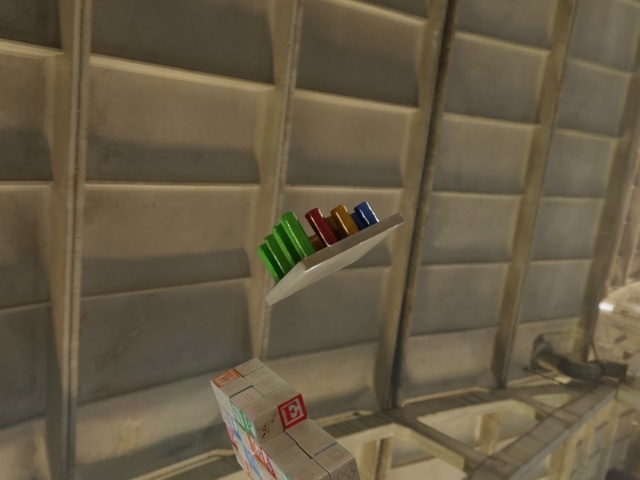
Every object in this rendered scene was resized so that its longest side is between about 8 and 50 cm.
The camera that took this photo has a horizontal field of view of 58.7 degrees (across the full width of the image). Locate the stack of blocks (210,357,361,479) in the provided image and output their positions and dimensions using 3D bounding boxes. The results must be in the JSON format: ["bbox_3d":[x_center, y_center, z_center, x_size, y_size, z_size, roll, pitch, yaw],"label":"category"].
[{"bbox_3d":[-0.055,0.314,0.860,0.087,0.297,0.171,-22,-71,-26],"label":"stack of blocks"}]

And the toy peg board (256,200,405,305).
[{"bbox_3d":[0.000,0.000,0.763,0.161,0.161,0.079,-26,-99,-28],"label":"toy peg board"}]
